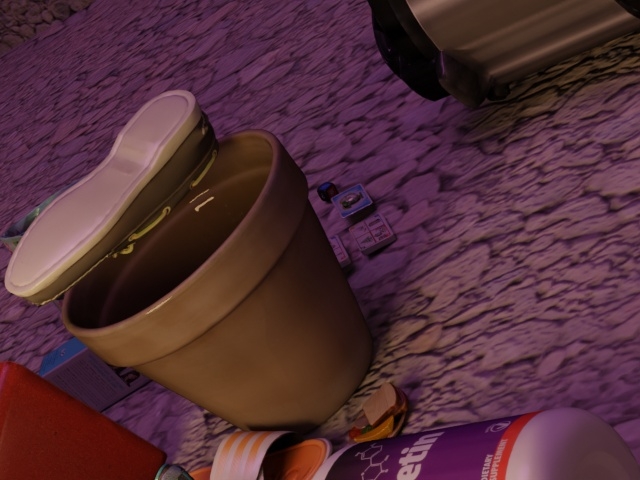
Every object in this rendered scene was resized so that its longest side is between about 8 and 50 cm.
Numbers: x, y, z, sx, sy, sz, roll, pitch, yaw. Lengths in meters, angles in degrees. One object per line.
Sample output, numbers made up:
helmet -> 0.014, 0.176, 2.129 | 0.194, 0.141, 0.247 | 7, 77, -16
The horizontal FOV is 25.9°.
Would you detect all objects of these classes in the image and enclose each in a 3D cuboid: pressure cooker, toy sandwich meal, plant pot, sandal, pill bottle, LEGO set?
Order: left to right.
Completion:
plant pot -> -0.391, 0.333, 1.698 | 0.267, 0.267, 0.235 | -19, 46, 38
sandal -> -0.105, 0.268, 1.588 | 0.265, 0.076, 0.102 | -20, 33, 37
plant pot -> -0.093, 0.077, 1.639 | 0.323, 0.280, 0.323 | -32, 28, 19
LEGO set -> 0.000, 0.000, 1.935 | 0.182, 0.060, 0.244 | -27, 27, 0
toy sandwich meal -> 0.060, 0.195, 1.530 | 0.085, 0.029, 0.085 | -32, 27, 18
pill bottle -> 0.108, 0.253, 1.196 | 0.323, 0.181, 0.181 | -17, 34, 40
pressure cooker -> 0.239, -0.391, 1.842 | 0.420, 0.375, 0.370 | -20, 13, 37

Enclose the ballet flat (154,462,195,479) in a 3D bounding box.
ballet flat -> -0.185, 0.341, 1.578 | 0.070, 0.070, 0.188 | -99, 31, -61

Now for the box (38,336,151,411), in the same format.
box -> -0.277, 0.155, 1.977 | 0.244, 0.100, 0.060 | -32, 26, 17

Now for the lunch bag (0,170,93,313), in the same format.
lunch bag -> -0.338, 0.020, 2.133 | 0.262, 0.223, 0.160 | -29, 20, 24

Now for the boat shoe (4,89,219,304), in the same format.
boat shoe -> -0.229, -0.035, 1.579 | 0.109, 0.091, 0.305 | 24, 67, 42
